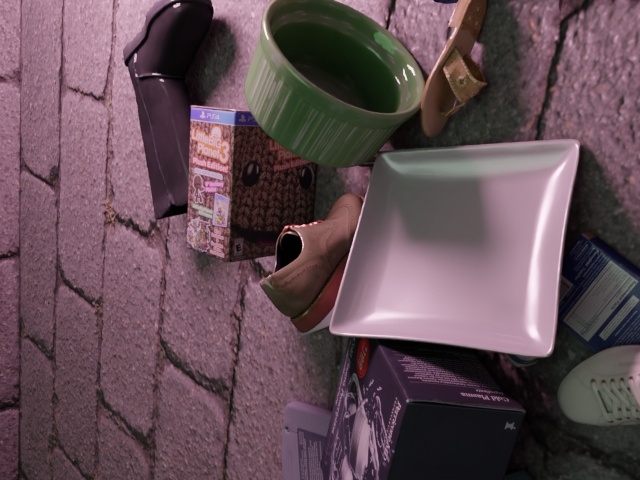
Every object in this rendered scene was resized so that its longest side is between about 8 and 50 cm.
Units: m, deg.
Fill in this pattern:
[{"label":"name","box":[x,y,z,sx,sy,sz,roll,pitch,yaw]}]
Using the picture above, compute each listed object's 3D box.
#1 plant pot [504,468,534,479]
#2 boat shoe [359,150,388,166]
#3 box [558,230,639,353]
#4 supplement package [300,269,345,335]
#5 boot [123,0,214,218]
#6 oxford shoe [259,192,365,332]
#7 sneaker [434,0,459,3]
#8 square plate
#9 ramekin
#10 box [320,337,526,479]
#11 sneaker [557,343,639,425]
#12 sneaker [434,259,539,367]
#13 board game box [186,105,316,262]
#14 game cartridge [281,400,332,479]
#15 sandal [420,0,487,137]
[{"label":"plant pot","box":[0.304,0.506,1.055,0.165,0.165,0.235,-36,64,41]},{"label":"boat shoe","box":[0.128,-0.139,1.202,0.152,0.056,0.049,3,93,44]},{"label":"box","box":[0.436,0.109,0.949,0.225,0.036,0.137,46,125,30]},{"label":"supplement package","box":[0.038,0.110,1.293,0.179,0.105,0.105,-28,76,44]},{"label":"boot","box":[-0.328,-0.305,1.559,0.367,0.146,0.446,-23,76,54]},{"label":"oxford shoe","box":[0.000,0.000,1.163,0.130,0.348,0.123,41,127,-13]},{"label":"sneaker","box":[0.247,-0.449,1.018,0.221,0.087,0.083,-26,77,43]},{"label":"square plate","box":[0.208,0.005,1.015,0.343,0.049,0.348,1,63,32]},{"label":"ramekin","box":[0.016,-0.270,1.132,0.304,0.303,0.148,58,137,22]},{"label":"box","box":[0.137,0.322,1.048,0.312,0.178,0.344,-120,39,-69]},{"label":"sneaker","box":[0.428,0.192,0.864,0.290,0.123,0.106,-32,78,43]},{"label":"sneaker","box":[0.255,0.085,1.074,0.131,0.111,0.296,82,162,-45]},{"label":"board game box","box":[-0.136,-0.122,1.342,0.141,0.232,0.291,15,107,41]},{"label":"game cartridge","box":[-0.004,0.506,1.431,0.195,0.060,0.295,2,97,41]},{"label":"sandal","box":[0.235,-0.275,1.057,0.079,0.088,0.240,28,109,39]}]
